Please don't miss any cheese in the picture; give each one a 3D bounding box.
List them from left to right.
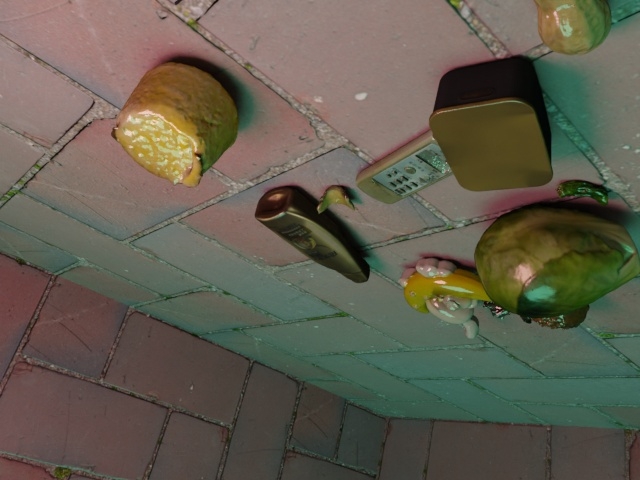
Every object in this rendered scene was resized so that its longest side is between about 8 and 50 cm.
[{"bbox_3d":[0.025,-0.083,1.177,0.084,0.041,0.060,-14,153,19],"label":"cheese"}]

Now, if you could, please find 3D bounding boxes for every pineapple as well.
[{"bbox_3d":[0.499,0.150,1.345,0.125,0.125,0.251,30,161,-29],"label":"pineapple"}]

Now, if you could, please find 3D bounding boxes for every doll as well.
[{"bbox_3d":[0.315,0.138,1.396,0.252,0.111,0.237,23,144,1],"label":"doll"}]

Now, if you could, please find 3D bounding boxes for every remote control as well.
[{"bbox_3d":[0.162,-0.128,1.017,0.098,0.038,0.233,26,151,-24],"label":"remote control"}]

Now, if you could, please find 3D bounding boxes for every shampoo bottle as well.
[{"bbox_3d":[0.000,0.000,1.311,0.126,0.084,0.350,-8,147,36],"label":"shampoo bottle"}]

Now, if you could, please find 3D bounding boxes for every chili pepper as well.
[{"bbox_3d":[0.452,-0.084,0.970,0.091,0.034,0.030,11,-173,5],"label":"chili pepper"}]

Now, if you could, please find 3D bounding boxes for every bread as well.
[{"bbox_3d":[-0.236,-0.193,0.944,0.197,0.170,0.197,14,143,11],"label":"bread"}]

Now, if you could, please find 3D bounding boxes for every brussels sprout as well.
[{"bbox_3d":[0.426,0.036,1.036,0.271,0.210,0.219,-13,151,18],"label":"brussels sprout"}]

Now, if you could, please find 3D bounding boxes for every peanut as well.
[{"bbox_3d":[0.268,-0.270,0.618,0.082,0.082,0.187,-5,149,35],"label":"peanut"}]

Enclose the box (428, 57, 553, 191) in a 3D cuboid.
[{"bbox_3d":[0.257,-0.165,0.829,0.145,0.090,0.201,-3,149,32],"label":"box"}]
